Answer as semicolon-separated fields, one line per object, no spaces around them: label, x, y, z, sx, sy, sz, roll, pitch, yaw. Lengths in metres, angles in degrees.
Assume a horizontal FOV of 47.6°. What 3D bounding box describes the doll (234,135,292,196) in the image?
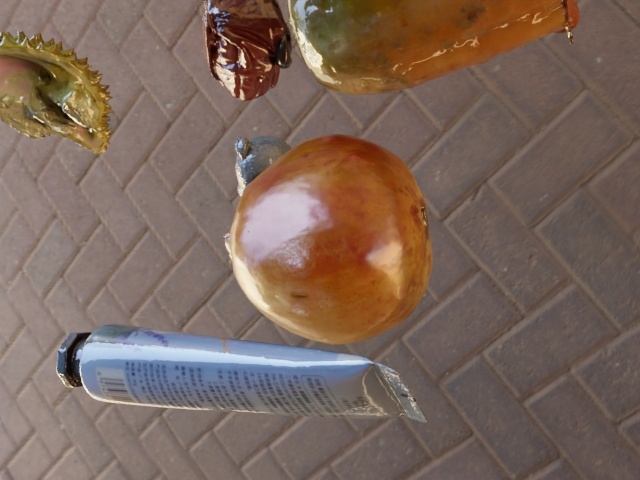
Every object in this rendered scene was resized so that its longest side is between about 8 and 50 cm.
doll;-0.141;-0.097;1.782;0.158;0.246;0.340;-6;83;27

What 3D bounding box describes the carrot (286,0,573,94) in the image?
carrot;0.135;-0.319;0.945;0.341;0.224;0.224;-13;98;12

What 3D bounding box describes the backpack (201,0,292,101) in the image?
backpack;-0.131;-0.337;1.200;0.229;0.139;0.229;164;90;-78

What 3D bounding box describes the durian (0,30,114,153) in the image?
durian;-0.473;-0.256;1.237;0.172;0.306;0.166;6;72;48

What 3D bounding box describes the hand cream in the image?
hand cream;-0.064;0.095;0.509;0.272;0.058;0.091;1;146;23

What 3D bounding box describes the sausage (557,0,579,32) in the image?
sausage;0.534;-0.535;1.666;0.089;0.179;0.089;-19;60;37

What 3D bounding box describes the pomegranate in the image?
pomegranate;0.000;0.000;0.889;0.271;0.252;0.229;-7;144;20
